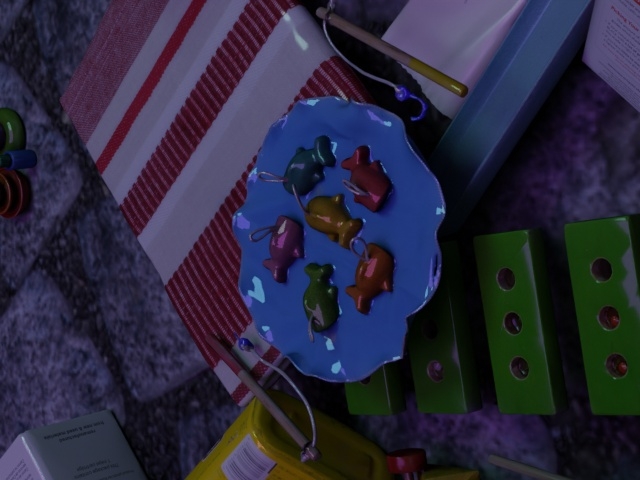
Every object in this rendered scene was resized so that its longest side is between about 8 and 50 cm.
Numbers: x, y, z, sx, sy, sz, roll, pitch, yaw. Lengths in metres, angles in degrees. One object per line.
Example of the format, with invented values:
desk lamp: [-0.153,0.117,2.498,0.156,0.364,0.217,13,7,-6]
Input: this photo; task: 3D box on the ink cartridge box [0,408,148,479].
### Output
ink cartridge box: [-0.200,0.294,1.016,0.172,0.100,0.237,-48,65,34]

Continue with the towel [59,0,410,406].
towel: [-0.069,-0.077,0.864,0.237,0.037,0.329,-53,56,33]

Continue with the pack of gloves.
pack of gloves: [0.072,-0.225,0.743,0.195,0.046,0.232,48,124,24]

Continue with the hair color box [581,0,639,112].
hair color box: [0.181,-0.124,0.613,0.072,0.043,0.141,49,165,23]

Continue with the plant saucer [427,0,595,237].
plant saucer: [0.115,-0.088,0.723,0.192,0.018,0.067,-59,24,31]

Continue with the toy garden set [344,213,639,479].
toy garden set: [0.115,0.097,0.737,0.244,0.049,0.204,-9,90,49]

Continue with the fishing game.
fishing game: [0.000,0.000,0.745,0.189,0.041,0.264,43,119,38]

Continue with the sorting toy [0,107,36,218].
sorting toy: [-0.292,-0.070,1.078,0.061,0.042,0.102,-8,91,41]

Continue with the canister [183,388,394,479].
canister: [-0.041,0.197,0.858,0.126,0.073,0.170,31,121,-13]
